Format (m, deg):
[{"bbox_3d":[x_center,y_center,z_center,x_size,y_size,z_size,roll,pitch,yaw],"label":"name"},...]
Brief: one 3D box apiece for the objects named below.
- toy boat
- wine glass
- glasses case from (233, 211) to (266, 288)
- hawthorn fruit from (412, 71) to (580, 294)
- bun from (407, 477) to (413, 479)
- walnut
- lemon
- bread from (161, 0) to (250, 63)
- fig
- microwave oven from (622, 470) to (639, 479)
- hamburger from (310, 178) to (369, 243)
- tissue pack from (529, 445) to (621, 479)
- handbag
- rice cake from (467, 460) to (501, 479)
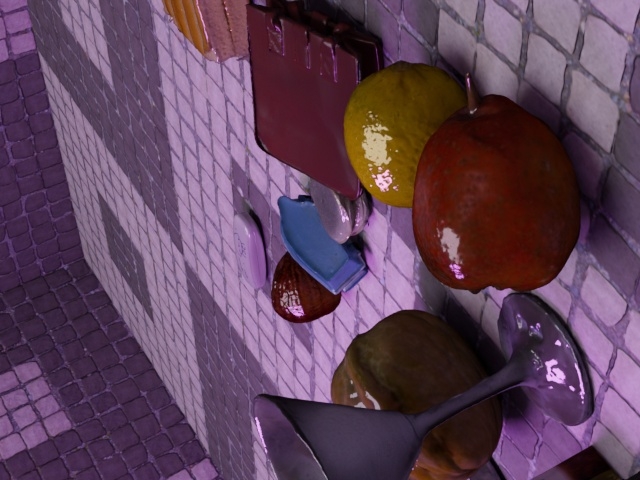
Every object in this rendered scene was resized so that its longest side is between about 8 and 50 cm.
[{"bbox_3d":[0.000,0.000,2.190,0.238,0.109,0.098,50,-171,36],"label":"toy boat"},{"bbox_3d":[0.142,0.242,1.645,0.267,0.406,0.267,49,153,36],"label":"wine glass"},{"bbox_3d":[-0.152,0.022,2.644,0.076,0.049,0.197,48,154,40],"label":"glasses case"},{"bbox_3d":[0.203,-0.069,1.455,0.210,0.211,0.262,-169,72,-66],"label":"hawthorn fruit"},{"bbox_3d":[0.147,0.367,2.111,0.222,0.222,0.127,48,121,40],"label":"bun"},{"bbox_3d":[0.152,0.244,1.889,0.283,0.227,0.283,38,-162,-14],"label":"walnut"},{"bbox_3d":[0.119,-0.137,1.612,0.193,0.180,0.180,46,165,-16],"label":"lemon"},{"bbox_3d":[-0.217,-0.458,2.170,0.239,0.111,0.246,49,157,44],"label":"bread"},{"bbox_3d":[-0.034,0.048,2.285,0.146,0.134,0.201,18,122,51],"label":"fig"},{"bbox_3d":[0.374,0.399,1.537,0.163,0.205,0.129,32,142,55],"label":"microwave oven"},{"bbox_3d":[0.032,-0.066,2.068,0.133,0.062,0.140,62,162,20],"label":"hamburger"},{"bbox_3d":[0.335,0.367,1.678,0.106,0.149,0.099,52,156,31],"label":"tissue pack"},{"bbox_3d":[-0.005,-0.222,1.896,0.260,0.084,0.275,31,139,39],"label":"handbag"},{"bbox_3d":[0.215,0.327,2.057,0.399,0.064,0.070,58,165,19],"label":"rice cake"}]
